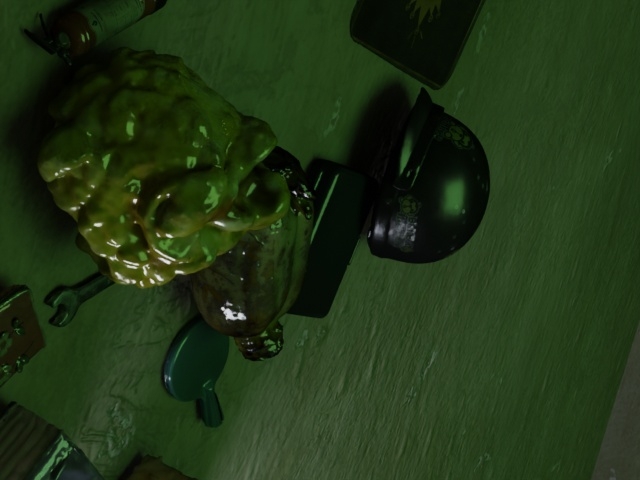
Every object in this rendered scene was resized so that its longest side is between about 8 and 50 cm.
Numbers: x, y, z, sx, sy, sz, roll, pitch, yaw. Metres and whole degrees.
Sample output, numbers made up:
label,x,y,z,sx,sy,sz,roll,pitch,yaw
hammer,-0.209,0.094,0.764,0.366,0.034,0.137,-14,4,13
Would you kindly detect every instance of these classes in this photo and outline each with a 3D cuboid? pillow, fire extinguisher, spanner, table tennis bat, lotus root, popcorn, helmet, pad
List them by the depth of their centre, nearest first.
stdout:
label,x,y,z,sx,sy,sz,roll,pitch,yaw
fire extinguisher,-0.239,-0.239,1.634,0.177,0.050,0.062,-39,102,-41
popcorn,-0.180,-0.083,1.680,0.242,0.235,0.250,-39,134,-9
pillow,-0.395,0.153,1.683,0.232,0.043,0.126,-47,148,-29
spanner,-0.244,0.036,1.883,0.254,0.015,0.054,-34,138,-45
lotus root,-0.091,0.019,1.987,0.173,0.173,0.309,-31,136,-47
table tennis bat,-0.164,0.190,2.131,0.124,0.033,0.201,-44,144,-31
pad,0.198,-0.389,2.262,0.375,0.063,0.315,15,99,-63
helmet,0.177,-0.082,2.316,0.230,0.160,0.279,-60,168,-50

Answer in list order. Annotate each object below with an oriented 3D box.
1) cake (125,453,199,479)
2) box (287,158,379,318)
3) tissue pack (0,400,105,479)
label,x,y,z,sx,sy,sz,roll,pitch,yaw
cake,-0.181,0.475,2.118,0.222,0.227,0.286,-55,151,-20
box,0.000,0.000,2.241,0.160,0.050,0.230,14,99,-62
tissue pack,-0.394,0.387,1.785,0.344,0.125,0.242,-51,151,-21
